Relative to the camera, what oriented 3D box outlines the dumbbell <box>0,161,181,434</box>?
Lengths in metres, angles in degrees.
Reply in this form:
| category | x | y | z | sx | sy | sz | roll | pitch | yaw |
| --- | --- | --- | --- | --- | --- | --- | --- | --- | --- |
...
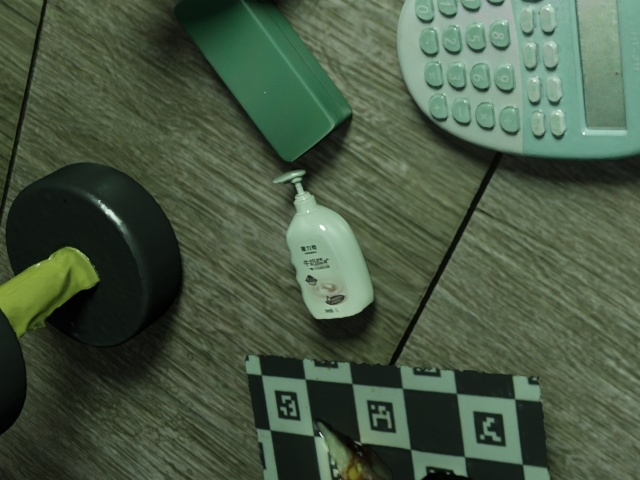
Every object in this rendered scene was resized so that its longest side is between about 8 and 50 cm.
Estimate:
| category | x | y | z | sx | sy | sz | roll | pitch | yaw |
| --- | --- | --- | --- | --- | --- | --- | --- | --- | --- |
| dumbbell | -0.310 | 0.064 | 1.139 | 0.203 | 0.322 | 0.204 | 14 | 120 | 26 |

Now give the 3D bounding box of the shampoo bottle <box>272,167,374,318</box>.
| category | x | y | z | sx | sy | sz | roll | pitch | yaw |
| --- | --- | --- | --- | --- | --- | --- | --- | --- | --- |
| shampoo bottle | 0.000 | 0.000 | 1.091 | 0.077 | 0.045 | 0.152 | -7 | 109 | 35 |

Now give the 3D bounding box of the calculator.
| category | x | y | z | sx | sy | sz | roll | pitch | yaw |
| --- | --- | --- | --- | --- | --- | --- | --- | --- | --- |
| calculator | 0.194 | -0.153 | 0.894 | 0.295 | 0.042 | 0.184 | 5 | 116 | 33 |

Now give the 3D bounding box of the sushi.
| category | x | y | z | sx | sy | sz | roll | pitch | yaw |
| --- | --- | --- | --- | --- | --- | --- | --- | --- | --- |
| sushi | 0.097 | 0.281 | 1.152 | 0.359 | 0.064 | 0.343 | -1 | 102 | 40 |

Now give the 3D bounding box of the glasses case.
| category | x | y | z | sx | sy | sz | roll | pitch | yaw |
| --- | --- | --- | --- | --- | --- | --- | --- | --- | --- |
| glasses case | -0.054 | -0.166 | 1.042 | 0.078 | 0.039 | 0.184 | -35 | 92 | 38 |
